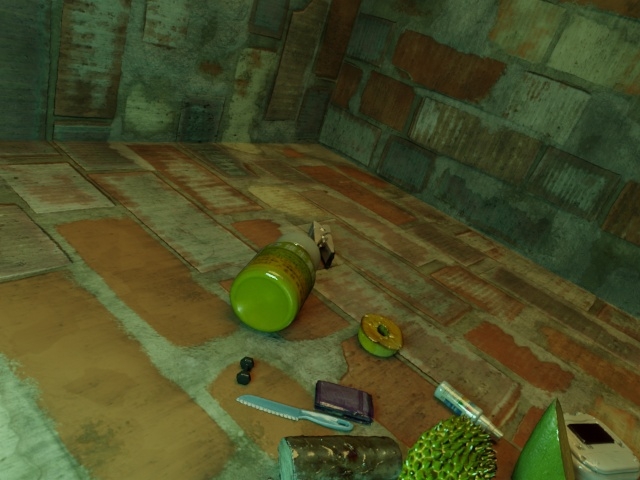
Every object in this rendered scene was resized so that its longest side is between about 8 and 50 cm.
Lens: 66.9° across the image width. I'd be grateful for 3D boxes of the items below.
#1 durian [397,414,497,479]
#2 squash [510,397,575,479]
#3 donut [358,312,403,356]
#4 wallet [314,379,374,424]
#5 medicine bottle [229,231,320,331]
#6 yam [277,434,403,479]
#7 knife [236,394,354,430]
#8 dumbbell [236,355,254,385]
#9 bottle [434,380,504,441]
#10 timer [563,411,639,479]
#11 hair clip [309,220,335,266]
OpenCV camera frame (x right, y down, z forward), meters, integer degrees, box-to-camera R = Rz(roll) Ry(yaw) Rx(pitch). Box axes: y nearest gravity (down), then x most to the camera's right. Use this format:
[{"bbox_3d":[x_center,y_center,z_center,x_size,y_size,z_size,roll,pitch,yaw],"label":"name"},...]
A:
[{"bbox_3d":[0.297,0.526,1.138,0.352,0.169,0.158,-6,46,-39],"label":"durian"},{"bbox_3d":[0.610,0.554,1.212,0.189,0.260,0.189,17,22,-7],"label":"squash"},{"bbox_3d":[0.199,0.322,1.632,0.162,0.065,0.178,27,24,5],"label":"donut"},{"bbox_3d":[0.065,0.437,1.327,0.166,0.030,0.111,17,25,-4],"label":"wallet"},{"bbox_3d":[-0.131,0.120,1.615,0.224,0.224,0.384,22,24,5],"label":"medicine bottle"},{"bbox_3d":[0.039,0.495,1.079,0.280,0.131,0.131,10,26,-25],"label":"yam"},{"bbox_3d":[-0.064,0.444,1.242,0.313,0.019,0.044,16,27,-2],"label":"knife"},{"bbox_3d":[-0.202,0.350,1.304,0.040,0.036,0.083,18,24,-7],"label":"dumbbell"},{"bbox_3d":[0.438,0.504,1.428,0.217,0.060,0.060,35,28,33],"label":"bottle"},{"bbox_3d":[0.792,0.611,1.433,0.262,0.087,0.237,9,26,-24],"label":"timer"},{"bbox_3d":[-0.002,0.004,2.123,0.101,0.085,0.331,17,18,-10],"label":"hair clip"}]
